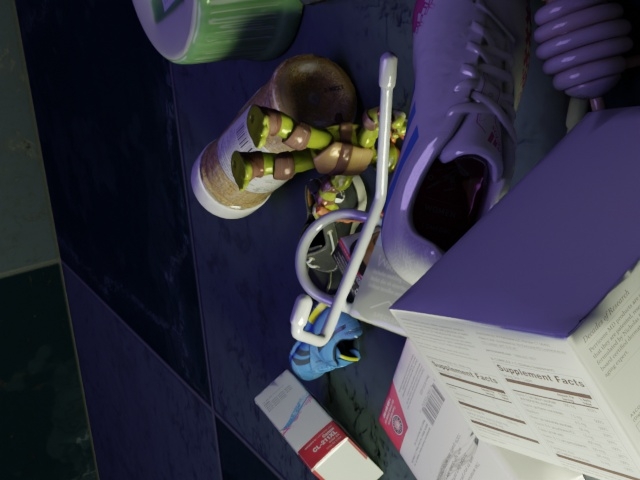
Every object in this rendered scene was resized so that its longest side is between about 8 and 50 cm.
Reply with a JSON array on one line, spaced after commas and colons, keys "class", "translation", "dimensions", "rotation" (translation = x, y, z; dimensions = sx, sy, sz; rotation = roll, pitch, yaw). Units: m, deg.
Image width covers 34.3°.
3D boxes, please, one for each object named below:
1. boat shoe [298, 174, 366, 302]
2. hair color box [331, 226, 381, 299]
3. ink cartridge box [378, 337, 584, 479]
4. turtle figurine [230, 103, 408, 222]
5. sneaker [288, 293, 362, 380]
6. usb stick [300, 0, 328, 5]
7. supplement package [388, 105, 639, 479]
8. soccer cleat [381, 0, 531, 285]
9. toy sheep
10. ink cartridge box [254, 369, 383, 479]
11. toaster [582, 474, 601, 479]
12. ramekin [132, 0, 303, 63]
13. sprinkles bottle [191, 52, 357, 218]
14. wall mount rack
[{"class": "boat shoe", "translation": [0.000, 0.000, 1.420], "dimensions": [0.084, 0.079, 0.233], "rotation": [52, 147, 34]}, {"class": "hair color box", "translation": [0.093, 0.017, 1.179], "dimensions": [0.072, 0.141, 0.043], "rotation": [62, 154, 21]}, {"class": "ink cartridge box", "translation": [0.180, 0.232, 1.178], "dimensions": [0.237, 0.100, 0.172], "rotation": [55, 147, 35]}, {"class": "turtle figurine", "translation": [0.017, -0.112, 1.217], "dimensions": [0.269, 0.217, 0.087], "rotation": [129, 138, -51]}, {"class": "sneaker", "translation": [0.010, 0.163, 1.498], "dimensions": [0.082, 0.069, 0.209], "rotation": [56, 148, 24]}, {"class": "usb stick", "translation": [0.042, -0.325, 1.196], "dimensions": [0.278, 0.045, 0.077], "rotation": [8, 111, 60]}, {"class": "supplement package", "translation": [0.224, 0.028, 0.772], "dimensions": [0.145, 0.262, 0.204], "rotation": [56, 158, -19]}, {"class": "soccer cleat", "translation": [0.134, -0.118, 0.902], "dimensions": [0.143, 0.116, 0.331], "rotation": [172, 109, -78]}, {"class": "toy sheep", "translation": [0.227, -0.168, 0.886], "dimensions": [0.091, 0.091, 0.132], "rotation": [-22, 85, 63]}, {"class": "ink cartridge box", "translation": [-0.005, 0.288, 1.531], "dimensions": [0.175, 0.072, 0.127], "rotation": [43, 174, 46]}, {"class": "toaster", "translation": [0.307, 0.138, 0.859], "dimensions": [0.227, 0.129, 0.146], "rotation": [2, 104, 63]}, {"class": "ramekin", "translation": [-0.159, -0.387, 1.427], "dimensions": [0.303, 0.148, 0.303], "rotation": [38, 136, 49]}, {"class": "sprinkles bottle", "translation": [-0.074, -0.133, 1.436], "dimensions": [0.355, 0.121, 0.121], "rotation": [-33, 75, 62]}, {"class": "wall mount rack", "translation": [0.124, -0.009, 1.035], "dimensions": [0.350, 0.130, 0.304], "rotation": [17, 82, 26]}]
